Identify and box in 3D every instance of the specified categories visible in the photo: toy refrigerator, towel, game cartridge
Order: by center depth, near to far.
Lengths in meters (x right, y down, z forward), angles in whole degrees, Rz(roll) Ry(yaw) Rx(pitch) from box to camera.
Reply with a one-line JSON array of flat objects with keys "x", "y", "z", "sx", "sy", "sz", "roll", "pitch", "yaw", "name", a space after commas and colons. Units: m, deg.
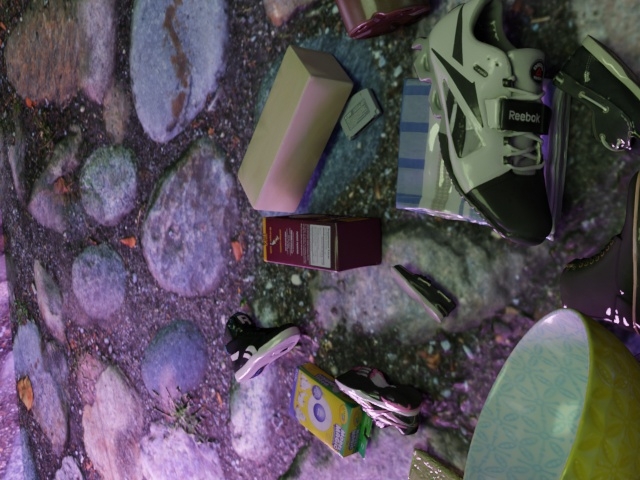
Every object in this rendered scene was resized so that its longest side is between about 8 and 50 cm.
[{"x": 0.216, "y": -0.124, "z": 1.074, "sx": 0.285, "sy": 0.034, "sz": 0.209, "roll": 14, "pitch": 106, "yaw": 47, "name": "towel"}, {"x": 0.192, "y": 0.397, "z": 1.187, "sx": 0.148, "sy": 0.027, "sz": 0.110, "roll": 24, "pitch": 113, "yaw": 45, "name": "towel"}, {"x": 0.063, "y": -0.208, "z": 1.247, "sx": 0.083, "sy": 0.017, "sz": 0.056, "roll": -38, "pitch": 71, "yaw": 44, "name": "game cartridge"}, {"x": -0.045, "y": -0.184, "z": 1.311, "sx": 0.270, "sy": 0.094, "sz": 0.102, "roll": -63, "pitch": 39, "yaw": 32, "name": "toy refrigerator"}]

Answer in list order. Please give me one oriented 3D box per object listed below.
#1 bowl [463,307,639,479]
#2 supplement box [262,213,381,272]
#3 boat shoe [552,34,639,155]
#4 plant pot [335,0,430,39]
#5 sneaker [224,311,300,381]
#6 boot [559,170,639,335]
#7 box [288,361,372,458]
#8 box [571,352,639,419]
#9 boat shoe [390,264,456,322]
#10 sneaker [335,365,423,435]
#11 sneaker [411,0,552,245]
[{"x": 0.288, "y": 0.237, "z": 0.845, "sx": 0.156, "sy": 0.289, "sz": 0.289, "roll": 23, "pitch": 122, "yaw": -3, "name": "bowl"}, {"x": 0.000, "y": 0.000, "z": 1.282, "sx": 0.188, "sy": 0.104, "sz": 0.081, "roll": 6, "pitch": 100, "yaw": 47, "name": "supplement box"}, {"x": 0.353, "y": -0.133, "z": 0.874, "sx": 0.079, "sy": 0.084, "sz": 0.233, "roll": -46, "pitch": 53, "yaw": 26, "name": "boat shoe"}, {"x": 0.076, "y": -0.390, "z": 1.106, "sx": 0.167, "sy": 0.167, "sz": 0.165, "roll": -15, "pitch": 92, "yaw": 48, "name": "plant pot"}, {"x": -0.127, "y": 0.180, "z": 1.472, "sx": 0.217, "sy": 0.079, "sz": 0.121, "roll": -45, "pitch": 65, "yaw": 44, "name": "sneaker"}, {"x": 0.346, "y": 0.012, "z": 0.923, "sx": 0.137, "sy": 0.076, "sz": 0.198, "roll": 8, "pitch": 101, "yaw": 53, "name": "boot"}, {"x": 0.018, "y": 0.305, "z": 1.357, "sx": 0.179, "sy": 0.043, "sz": 0.105, "roll": 26, "pitch": 115, "yaw": 41, "name": "box"}, {"x": 0.422, "y": 0.279, "z": 0.886, "sx": 0.201, "sy": 0.057, "sz": 0.293, "roll": -48, "pitch": 61, "yaw": 42, "name": "box"}, {"x": 0.156, "y": 0.073, "z": 1.169, "sx": 0.125, "sy": 0.038, "sz": 0.046, "roll": 44, "pitch": 168, "yaw": 42, "name": "boat shoe"}, {"x": 0.091, "y": 0.268, "z": 1.252, "sx": 0.178, "sy": 0.072, "sz": 0.077, "roll": 20, "pitch": 121, "yaw": 51, "name": "sneaker"}, {"x": 0.223, "y": -0.158, "z": 0.943, "sx": 0.146, "sy": 0.122, "sz": 0.331, "roll": -39, "pitch": 64, "yaw": 46, "name": "sneaker"}]
